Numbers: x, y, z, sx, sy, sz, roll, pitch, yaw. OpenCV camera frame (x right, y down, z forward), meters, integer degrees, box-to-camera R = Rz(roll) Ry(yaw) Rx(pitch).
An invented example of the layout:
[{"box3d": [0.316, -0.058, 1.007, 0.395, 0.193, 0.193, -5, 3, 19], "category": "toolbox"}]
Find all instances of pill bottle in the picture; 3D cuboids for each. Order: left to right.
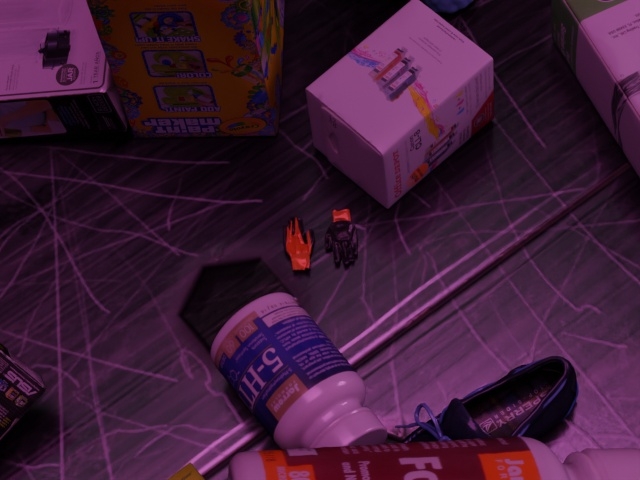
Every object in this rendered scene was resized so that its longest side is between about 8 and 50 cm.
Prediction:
[{"box3d": [-0.019, 0.155, 1.766, 0.112, 0.112, 0.187, -35, 63, -13], "category": "pill bottle"}, {"box3d": [0.114, 0.297, 1.588, 0.392, 0.224, 0.224, -3, 61, -7], "category": "pill bottle"}]

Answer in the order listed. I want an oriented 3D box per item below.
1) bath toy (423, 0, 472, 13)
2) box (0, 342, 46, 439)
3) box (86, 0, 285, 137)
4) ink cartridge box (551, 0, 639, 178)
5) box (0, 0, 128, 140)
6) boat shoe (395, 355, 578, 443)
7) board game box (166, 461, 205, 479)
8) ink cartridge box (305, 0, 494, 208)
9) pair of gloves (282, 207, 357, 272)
[{"box3d": [0.066, -0.378, 1.921, 0.151, 0.348, 0.129, -25, 60, 19], "category": "bath toy"}, {"box3d": [-0.411, 0.158, 1.750, 0.184, 0.190, 0.045, -47, 22, 0], "category": "box"}, {"box3d": [-0.140, -0.310, 1.939, 0.177, 0.279, 0.290, -1, 61, 6], "category": "box"}, {"box3d": [0.415, -0.191, 1.910, 0.211, 0.121, 0.289, -22, 62, -7], "category": "ink cartridge box"}, {"box3d": [-0.368, -0.208, 1.997, 0.289, 0.087, 0.169, -4, 61, 9], "category": "box"}, {"box3d": [0.147, 0.191, 1.744, 0.258, 0.089, 0.109, -39, 65, -15], "category": "boat shoe"}, {"box3d": [-0.112, 0.323, 1.721, 0.092, 0.043, 0.181, -36, 64, -14], "category": "board game box"}, {"box3d": [0.090, -0.152, 1.916, 0.176, 0.128, 0.127, -41, 65, -15], "category": "ink cartridge box"}, {"box3d": [0.000, 0.000, 1.908, 0.083, 0.010, 0.074, -8, 59, -2], "category": "pair of gloves"}]
